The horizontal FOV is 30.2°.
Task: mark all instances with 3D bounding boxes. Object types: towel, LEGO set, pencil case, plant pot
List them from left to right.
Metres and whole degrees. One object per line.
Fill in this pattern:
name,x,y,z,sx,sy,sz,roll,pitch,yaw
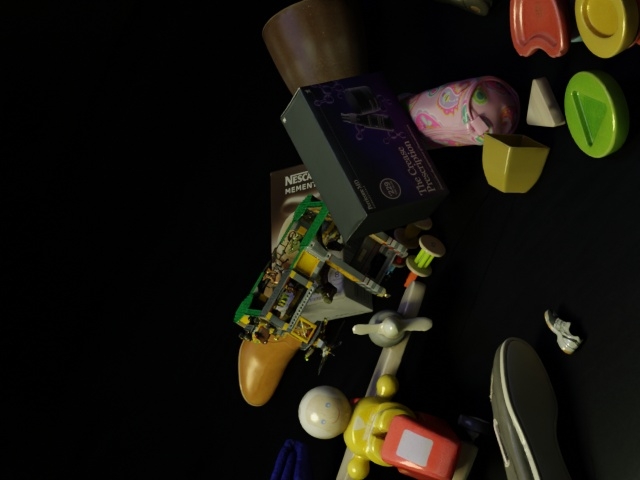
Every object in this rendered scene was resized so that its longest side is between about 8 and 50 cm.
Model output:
towel,-0.041,0.539,2.141,0.228,0.076,0.308,-88,-10,-78
plant pot,0.012,-0.347,2.430,0.215,0.215,0.230,-36,64,51
LEGO set,0.011,0.081,2.129,0.331,0.192,0.255,-62,16,-18
pencil case,0.220,-0.212,2.065,0.284,0.124,0.124,-2,79,59
plant pot,0.311,-0.123,1.925,0.081,0.081,0.083,42,127,57

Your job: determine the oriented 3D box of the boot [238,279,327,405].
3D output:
boot,-0.072,0.210,2.465,0.211,0.104,0.295,2,79,61

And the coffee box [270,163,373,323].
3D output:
coffee box,0.000,0.000,2.332,0.168,0.119,0.297,-14,66,28

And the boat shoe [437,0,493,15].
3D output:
boat shoe,0.223,-0.506,2.185,0.324,0.122,0.120,35,106,50

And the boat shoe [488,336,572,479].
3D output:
boat shoe,0.303,0.309,1.757,0.095,0.112,0.335,-42,49,41

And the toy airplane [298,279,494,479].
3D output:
toy airplane,0.076,0.302,1.990,0.384,0.272,0.386,-47,34,37

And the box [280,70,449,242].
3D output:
box,0.075,-0.148,2.041,0.261,0.184,0.103,62,149,18

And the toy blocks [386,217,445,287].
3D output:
toy blocks,0.159,0.035,2.164,0.148,0.054,0.123,-59,37,35

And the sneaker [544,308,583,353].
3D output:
sneaker,0.369,0.131,1.787,0.037,0.032,0.083,-47,45,24

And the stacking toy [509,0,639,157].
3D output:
stacking toy,0.424,-0.289,1.802,0.309,0.130,0.280,-140,39,-61
